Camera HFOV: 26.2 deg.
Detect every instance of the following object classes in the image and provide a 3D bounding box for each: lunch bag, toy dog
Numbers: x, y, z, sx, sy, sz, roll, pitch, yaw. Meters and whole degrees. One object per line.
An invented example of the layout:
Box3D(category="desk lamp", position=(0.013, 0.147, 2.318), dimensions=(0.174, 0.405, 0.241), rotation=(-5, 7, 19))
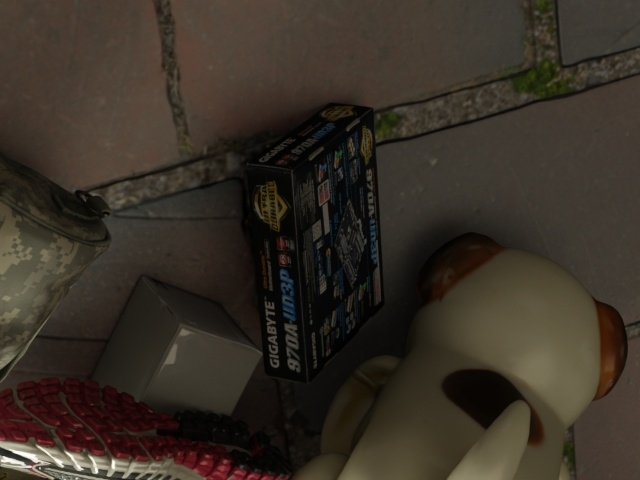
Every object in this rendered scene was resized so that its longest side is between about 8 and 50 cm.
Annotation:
Box3D(category="lunch bag", position=(-0.347, 0.044, 1.135), dimensions=(0.256, 0.212, 0.305), rotation=(32, 98, -34))
Box3D(category="toy dog", position=(0.131, 0.179, 1.348), dimensions=(0.408, 0.284, 0.395), rotation=(-57, 164, -39))

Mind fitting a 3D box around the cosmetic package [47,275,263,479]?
Box3D(category="cosmetic package", position=(-0.165, 0.169, 1.321), dimensions=(0.107, 0.127, 0.238), rotation=(25, 101, -32))

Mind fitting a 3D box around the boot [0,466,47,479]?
Box3D(category="boot", position=(-0.323, 0.297, 1.277), dimensions=(0.213, 0.165, 0.077), rotation=(-48, 121, -2))

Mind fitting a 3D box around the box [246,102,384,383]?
Box3D(category="box", position=(0.000, 0.000, 1.311), dimensions=(0.175, 0.051, 0.220), rotation=(-42, 134, -53))

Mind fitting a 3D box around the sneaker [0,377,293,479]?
Box3D(category="sneaker", position=(-0.162, 0.206, 1.192), dimensions=(0.299, 0.121, 0.112), rotation=(22, 104, -34))
